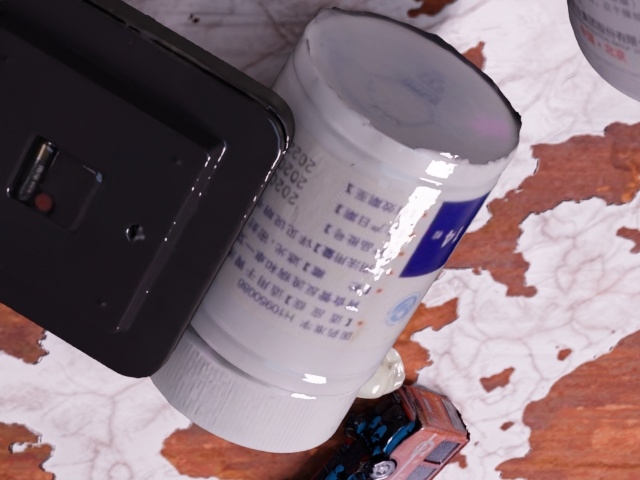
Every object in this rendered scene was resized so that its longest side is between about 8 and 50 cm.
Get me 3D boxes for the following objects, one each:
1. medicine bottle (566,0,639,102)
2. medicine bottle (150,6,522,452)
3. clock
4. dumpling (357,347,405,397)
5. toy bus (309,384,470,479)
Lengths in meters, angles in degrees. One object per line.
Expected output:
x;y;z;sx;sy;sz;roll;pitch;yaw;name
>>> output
0.280;-0.267;1.326;0.245;0.245;0.306;-16;131;-1;medicine bottle
0.000;0.000;1.520;0.190;0.190;0.332;14;125;-25;medicine bottle
-0.190;-0.053;1.436;0.273;0.049;0.279;30;121;0;clock
0.041;0.114;1.731;0.077;0.043;0.059;9;112;-2;dumpling
0.040;0.238;1.819;0.096;0.073;0.235;18;123;-35;toy bus
